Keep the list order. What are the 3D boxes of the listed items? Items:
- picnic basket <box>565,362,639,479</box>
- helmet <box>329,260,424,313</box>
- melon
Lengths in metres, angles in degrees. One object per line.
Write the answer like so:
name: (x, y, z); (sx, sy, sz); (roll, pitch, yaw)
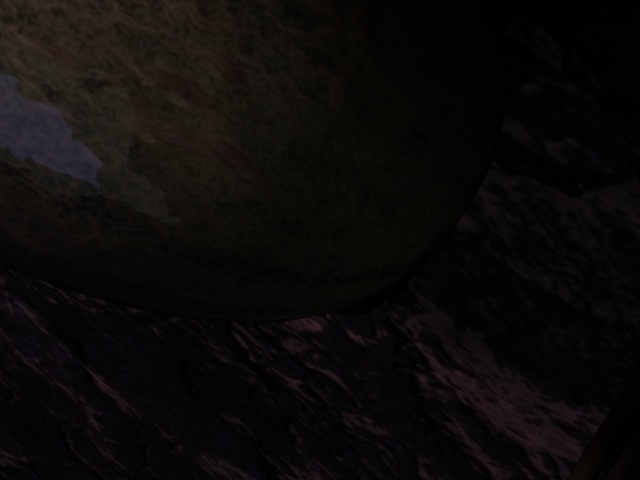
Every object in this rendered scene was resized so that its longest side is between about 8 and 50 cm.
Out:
picnic basket: (0.247, 0.180, 0.885); (0.267, 0.165, 0.139); (31, 153, 5)
helmet: (0.000, 0.000, 0.972); (0.123, 0.070, 0.098); (14, 149, 33)
melon: (-0.080, -0.097, 0.700); (0.329, 0.248, 0.248); (32, 155, -4)
